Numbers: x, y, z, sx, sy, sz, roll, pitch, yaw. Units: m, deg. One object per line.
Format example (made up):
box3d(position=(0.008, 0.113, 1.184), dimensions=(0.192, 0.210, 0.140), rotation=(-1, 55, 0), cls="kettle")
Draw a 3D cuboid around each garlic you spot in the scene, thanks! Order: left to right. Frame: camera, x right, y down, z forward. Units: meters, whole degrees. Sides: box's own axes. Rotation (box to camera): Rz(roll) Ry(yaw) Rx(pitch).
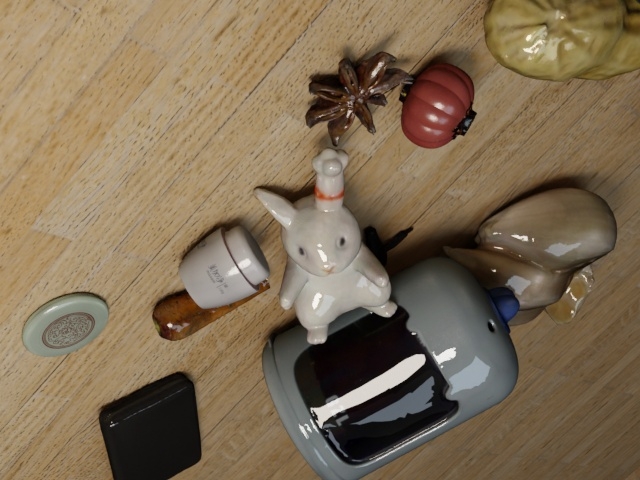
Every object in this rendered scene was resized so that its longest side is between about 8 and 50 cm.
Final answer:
box3d(position=(0.339, 0.034, 1.744), dimensions=(0.279, 0.132, 0.325), rotation=(-49, 148, 19), cls="garlic")

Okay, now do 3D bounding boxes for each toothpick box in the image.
box3d(position=(0.122, 0.166, 1.586), dimensions=(0.355, 0.263, 0.263), rotation=(-29, 148, 9), cls="toothpick box")

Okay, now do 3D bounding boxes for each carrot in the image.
box3d(position=(-0.142, 0.079, 1.447), dimensions=(0.162, 0.055, 0.055), rotation=(-25, 147, -27), cls="carrot")

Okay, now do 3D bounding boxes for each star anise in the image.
box3d(position=(0.037, -0.171, 1.288), dimensions=(0.141, 0.042, 0.141), rotation=(-24, 149, -15), cls="star anise")

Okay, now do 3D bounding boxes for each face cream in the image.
box3d(position=(-0.118, 0.034, 1.371), dimensions=(0.095, 0.091, 0.091), rotation=(-30, 148, 7), cls="face cream")

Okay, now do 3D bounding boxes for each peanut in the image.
box3d(position=(0.321, -0.258, 1.343), dimensions=(0.306, 0.147, 0.147), rotation=(-4, 136, -42), cls="peanut")

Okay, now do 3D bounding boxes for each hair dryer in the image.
box3d(position=(0.097, -0.004, 1.580), dimensions=(0.083, 0.031, 0.079), rotation=(-38, 141, -21), cls="hair dryer")

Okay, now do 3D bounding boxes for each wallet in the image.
box3d(position=(-0.244, 0.290, 1.631), dimensions=(0.149, 0.044, 0.250), rotation=(-26, 146, -20), cls="wallet")

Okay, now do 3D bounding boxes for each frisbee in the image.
box3d(position=(-0.309, 0.105, 1.360), dimensions=(0.110, 0.014, 0.110), rotation=(-24, 146, -17), cls="frisbee")

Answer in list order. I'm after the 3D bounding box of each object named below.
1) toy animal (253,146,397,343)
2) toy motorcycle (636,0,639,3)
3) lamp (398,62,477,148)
box3d(position=(0.004, 0.015, 1.404), dimensions=(0.141, 0.138, 0.282), rotation=(-17, 149, 2), cls="toy animal")
box3d(position=(0.335, -0.330, 1.211), dimensions=(0.316, 0.113, 0.168), rotation=(9, 88, -21), cls="toy motorcycle")
box3d(position=(0.142, -0.162, 1.349), dimensions=(0.107, 0.092, 0.107), rotation=(-59, 171, -15), cls="lamp")
